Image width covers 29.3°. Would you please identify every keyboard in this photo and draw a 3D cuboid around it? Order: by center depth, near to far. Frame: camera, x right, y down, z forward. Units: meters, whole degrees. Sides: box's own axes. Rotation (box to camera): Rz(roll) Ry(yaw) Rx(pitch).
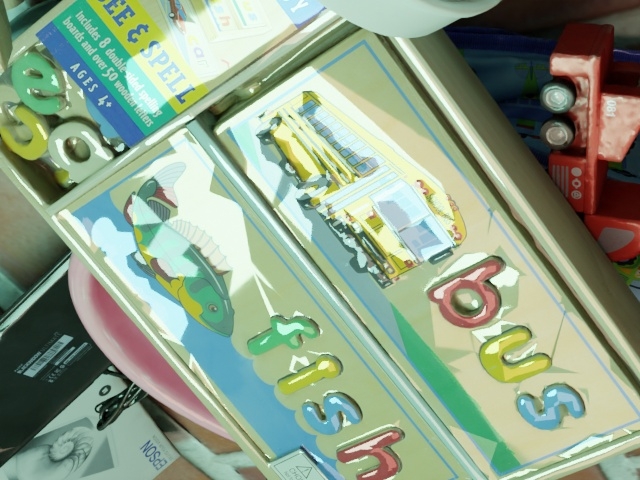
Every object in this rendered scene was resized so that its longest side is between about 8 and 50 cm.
[{"bbox_3d":[-0.211,0.102,1.072,0.317,0.033,0.201,-41,138,20],"label":"keyboard"}]

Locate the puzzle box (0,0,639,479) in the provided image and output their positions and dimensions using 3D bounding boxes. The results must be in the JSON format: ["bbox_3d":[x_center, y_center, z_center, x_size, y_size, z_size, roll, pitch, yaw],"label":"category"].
[{"bbox_3d":[0.000,0.000,0.733,0.272,0.052,0.409,-31,106,30],"label":"puzzle box"}]

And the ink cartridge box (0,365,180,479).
[{"bbox_3d":[-0.270,0.236,1.244,0.224,0.045,0.223,-40,146,-12],"label":"ink cartridge box"}]

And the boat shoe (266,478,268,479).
[{"bbox_3d":[-0.006,0.153,1.171,0.103,0.092,0.285,-13,140,-28],"label":"boat shoe"}]

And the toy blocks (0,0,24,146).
[{"bbox_3d":[-0.305,-0.191,0.592,0.288,0.309,0.260,-10,120,-2],"label":"toy blocks"}]

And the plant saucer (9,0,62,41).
[{"bbox_3d":[-0.125,-0.112,0.830,0.195,0.037,0.195,1,147,1],"label":"plant saucer"}]

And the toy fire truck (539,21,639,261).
[{"bbox_3d":[0.193,-0.068,0.677,0.135,0.047,0.192,8,127,21],"label":"toy fire truck"}]

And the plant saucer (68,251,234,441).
[{"bbox_3d":[-0.025,0.059,0.927,0.332,0.084,0.332,15,145,11],"label":"plant saucer"}]

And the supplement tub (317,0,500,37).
[{"bbox_3d":[0.119,-0.238,0.437,0.331,0.241,0.241,-26,137,36],"label":"supplement tub"}]

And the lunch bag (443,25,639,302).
[{"bbox_3d":[0.113,-0.038,0.863,0.293,0.138,0.221,13,149,1],"label":"lunch bag"}]
